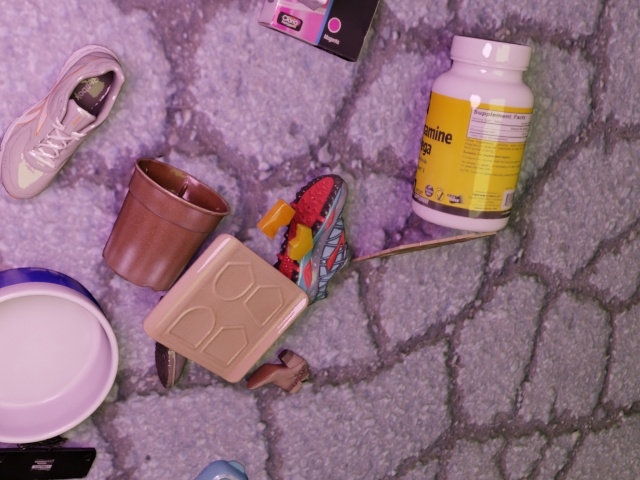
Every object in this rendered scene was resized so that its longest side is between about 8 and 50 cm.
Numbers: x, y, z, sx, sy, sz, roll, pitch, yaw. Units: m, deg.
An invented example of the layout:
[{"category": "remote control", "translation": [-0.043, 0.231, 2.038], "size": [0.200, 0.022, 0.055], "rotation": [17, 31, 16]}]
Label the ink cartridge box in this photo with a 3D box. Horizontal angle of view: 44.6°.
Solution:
[{"category": "ink cartridge box", "translation": [0.042, -0.496, 1.267], "size": [0.175, 0.069, 0.371], "rotation": [14, 100, -31]}]

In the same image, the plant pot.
[{"category": "plant pot", "translation": [-0.254, -0.019, 1.246], "size": [0.167, 0.167, 0.165], "rotation": [22, 105, -32]}]

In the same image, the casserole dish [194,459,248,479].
[{"category": "casserole dish", "translation": [-0.217, 0.520, 1.542], "size": [0.188, 0.037, 0.114], "rotation": [-48, 124, -4]}]

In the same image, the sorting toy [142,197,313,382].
[{"category": "sorting toy", "translation": [-0.125, 0.082, 1.321], "size": [0.307, 0.041, 0.229], "rotation": [-48, 130, 1]}]

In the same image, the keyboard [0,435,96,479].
[{"category": "keyboard", "translation": [-0.480, 0.368, 1.345], "size": [0.192, 0.038, 0.100], "rotation": [13, 115, -43]}]

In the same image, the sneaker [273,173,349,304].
[{"category": "sneaker", "translation": [0.000, 0.000, 1.429], "size": [0.125, 0.104, 0.262], "rotation": [5, 115, -39]}]

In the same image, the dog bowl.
[{"category": "dog bowl", "translation": [-0.463, 0.180, 1.238], "size": [0.265, 0.104, 0.265], "rotation": [-10, 114, -24]}]

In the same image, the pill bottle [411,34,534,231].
[{"category": "pill bottle", "translation": [0.283, -0.198, 1.433], "size": [0.188, 0.188, 0.334], "rotation": [-1, 109, -27]}]

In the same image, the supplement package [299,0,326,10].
[{"category": "supplement package", "translation": [-0.071, -0.461, 1.130], "size": [0.244, 0.134, 0.139], "rotation": [30, 96, -13]}]

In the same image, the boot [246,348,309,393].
[{"category": "boot", "translation": [-0.076, 0.268, 1.515], "size": [0.118, 0.042, 0.087], "rotation": [-39, 124, -9]}]

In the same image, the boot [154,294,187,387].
[{"category": "boot", "translation": [-0.187, 0.168, 1.408], "size": [0.208, 0.076, 0.190], "rotation": [-3, 113, -34]}]

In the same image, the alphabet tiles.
[{"category": "alphabet tiles", "translation": [0.204, 0.009, 1.477], "size": [0.237, 0.198, 0.009], "rotation": [-9, 85, -25]}]

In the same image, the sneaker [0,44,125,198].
[{"category": "sneaker", "translation": [-0.378, -0.169, 1.137], "size": [0.099, 0.121, 0.262], "rotation": [32, 92, -32]}]
